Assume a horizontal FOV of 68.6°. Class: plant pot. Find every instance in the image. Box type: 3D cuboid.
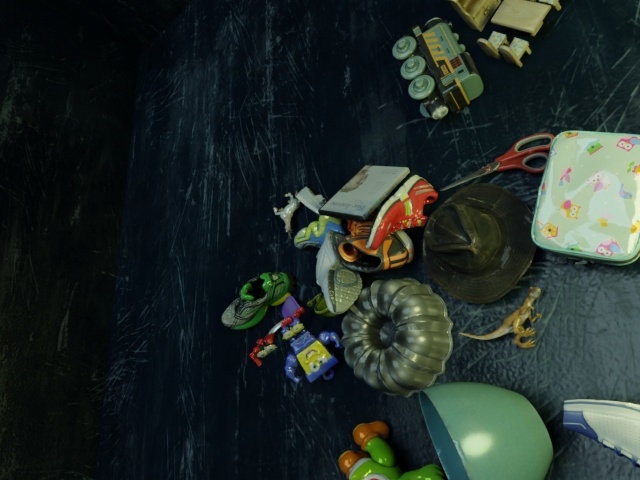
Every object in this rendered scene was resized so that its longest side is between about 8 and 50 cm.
[{"bbox_3d":[0.354,0.418,0.976,0.195,0.290,0.291,-20,56,-3],"label":"plant pot"}]

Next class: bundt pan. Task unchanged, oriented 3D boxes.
[{"bbox_3d":[0.184,0.251,1.271,0.330,0.124,0.331,-17,64,39],"label":"bundt pan"}]

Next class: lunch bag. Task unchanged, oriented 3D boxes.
[{"bbox_3d":[0.586,-0.085,0.996,0.223,0.107,0.280,12,87,31],"label":"lunch bag"}]

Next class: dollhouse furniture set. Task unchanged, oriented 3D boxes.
[{"bbox_3d":[0.481,-0.625,1.249,0.212,0.160,0.242,-57,46,13],"label":"dollhouse furniture set"}]

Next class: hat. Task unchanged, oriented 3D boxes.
[{"bbox_3d":[0.357,-0.013,1.169,0.331,0.133,0.332,-24,56,41],"label":"hat"}]

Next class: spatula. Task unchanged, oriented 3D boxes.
[{"bbox_3d":[-0.161,0.317,1.645,0.297,0.030,0.084,-53,50,18],"label":"spatula"}]

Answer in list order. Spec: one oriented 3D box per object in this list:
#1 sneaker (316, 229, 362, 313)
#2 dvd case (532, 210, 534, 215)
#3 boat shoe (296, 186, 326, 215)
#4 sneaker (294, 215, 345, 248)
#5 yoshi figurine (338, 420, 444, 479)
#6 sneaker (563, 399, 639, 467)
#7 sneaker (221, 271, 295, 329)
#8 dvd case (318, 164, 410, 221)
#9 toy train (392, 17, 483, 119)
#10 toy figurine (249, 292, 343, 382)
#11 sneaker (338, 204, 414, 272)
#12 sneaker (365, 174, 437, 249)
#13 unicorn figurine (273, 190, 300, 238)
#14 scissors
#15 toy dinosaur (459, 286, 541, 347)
[{"bbox_3d":[0.043,0.106,1.380,0.129,0.110,0.297,-54,22,34],"label":"sneaker"},{"bbox_3d":[0.479,-0.014,1.152,0.119,0.013,0.087,-21,62,40],"label":"dvd case"},{"bbox_3d":[-0.013,-0.132,1.635,0.063,0.066,0.184,-53,43,4],"label":"boat shoe"},{"bbox_3d":[0.000,0.000,1.555,0.240,0.091,0.126,-42,70,49],"label":"sneaker"},{"bbox_3d":[0.207,0.617,1.131,0.202,0.204,0.362,-28,29,-14],"label":"yoshi figurine"},{"bbox_3d":[0.596,0.386,0.825,0.315,0.127,0.183,-4,71,41],"label":"sneaker"},{"bbox_3d":[-0.253,0.206,1.690,0.343,0.146,0.134,-40,52,28],"label":"sneaker"},{"bbox_3d":[0.131,-0.150,1.424,0.180,0.022,0.253,13,49,45],"label":"dvd case"},{"bbox_3d":[0.339,-0.508,1.376,0.190,0.142,0.334,-26,57,22],"label":"toy train"},{"bbox_3d":[-0.010,0.317,1.446,0.362,0.217,0.191,-36,6,-3],"label":"toy figurine"},{"bbox_3d":[0.112,-0.026,1.372,0.321,0.179,0.125,45,142,43],"label":"sneaker"},{"bbox_3d":[0.228,-0.068,1.275,0.118,0.107,0.279,38,66,11],"label":"sneaker"},{"bbox_3d":[-0.119,-0.105,1.724,0.111,0.060,0.162,38,104,44],"label":"unicorn figurine"},{"bbox_3d":[0.452,-0.199,1.217,0.296,0.021,0.109,-10,64,38],"label":"scissors"},{"bbox_3d":[0.444,0.200,1.094,0.211,0.064,0.112,-44,32,13],"label":"toy dinosaur"}]
